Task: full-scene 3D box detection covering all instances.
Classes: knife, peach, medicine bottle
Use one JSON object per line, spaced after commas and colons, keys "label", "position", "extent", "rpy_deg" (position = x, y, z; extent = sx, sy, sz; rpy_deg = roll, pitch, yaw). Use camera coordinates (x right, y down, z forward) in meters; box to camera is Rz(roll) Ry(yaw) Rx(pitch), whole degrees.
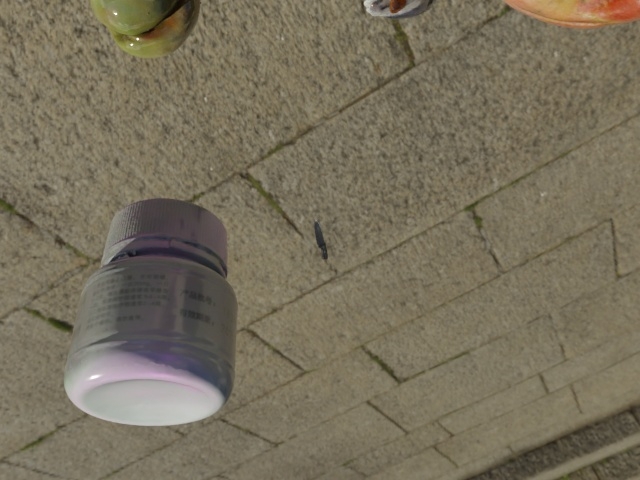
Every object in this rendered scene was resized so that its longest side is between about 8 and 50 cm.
{"label": "knife", "position": [0.000, 0.000, 1.474], "extent": [0.023, 0.010, 0.170], "rpy_deg": [-18, 142, -4]}
{"label": "peach", "position": [-0.468, -0.651, 1.541], "extent": [0.292, 0.247, 0.293], "rpy_deg": [-30, 133, -38]}
{"label": "medicine bottle", "position": [-0.250, 0.109, 0.890], "extent": [0.241, 0.302, 0.241], "rpy_deg": [-2, 145, -2]}

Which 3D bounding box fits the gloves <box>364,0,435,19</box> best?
{"label": "gloves", "position": [0.168, -0.481, 1.070], "extent": [0.131, 0.219, 0.140], "rpy_deg": [20, 137, -12]}

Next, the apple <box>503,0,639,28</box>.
{"label": "apple", "position": [0.384, -0.485, 0.765], "extent": [0.363, 0.364, 0.364], "rpy_deg": [-12, 140, -10]}
